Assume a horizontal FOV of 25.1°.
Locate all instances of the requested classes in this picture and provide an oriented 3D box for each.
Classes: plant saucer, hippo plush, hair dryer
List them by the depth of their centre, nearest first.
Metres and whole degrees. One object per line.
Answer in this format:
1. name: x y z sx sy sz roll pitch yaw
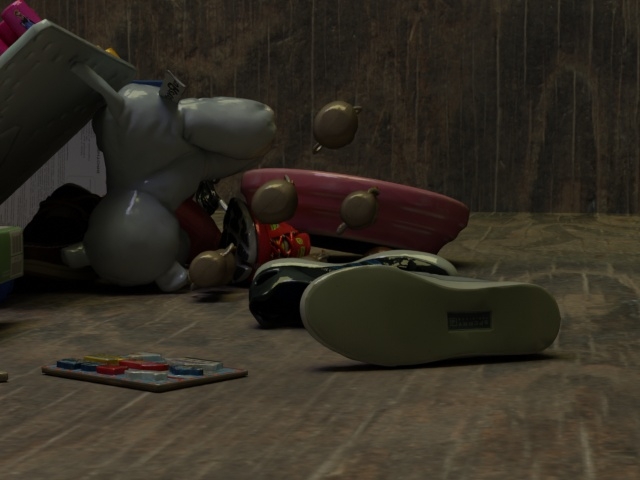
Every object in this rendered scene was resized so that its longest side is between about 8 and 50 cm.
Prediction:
1. hippo plush: -0.177 -0.055 1.709 0.234 0.237 0.294 6 -6 -2
2. hair dryer: -0.202 -0.058 2.057 0.080 0.224 0.293 -42 -23 21
3. plant saucer: 0.045 -0.032 2.068 0.332 0.084 0.332 9 -6 1

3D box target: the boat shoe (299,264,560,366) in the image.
1. boat shoe: 0.082 0.065 1.177 0.227 0.079 0.081 4 -7 -22

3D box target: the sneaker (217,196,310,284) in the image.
1. sneaker: -0.070 0.001 1.857 0.118 0.107 0.279 10 6 -5

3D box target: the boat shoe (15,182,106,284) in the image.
1. boat shoe: -0.324 -0.012 1.820 0.123 0.123 0.342 1 4 14

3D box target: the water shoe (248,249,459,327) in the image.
1. water shoe: 0.032 0.058 1.377 0.203 0.073 0.080 -3 25 8

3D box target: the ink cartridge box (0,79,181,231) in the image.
1. ink cartridge box: -0.396 -0.113 2.225 0.395 0.270 0.151 4 4 42

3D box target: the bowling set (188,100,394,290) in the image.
1. bowling set: 0.000 0.000 1.645 0.200 0.287 0.154 44 2 2

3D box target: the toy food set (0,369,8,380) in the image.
1. toy food set: -0.352 0.068 1.061 0.217 0.071 0.128 -2 4 -27

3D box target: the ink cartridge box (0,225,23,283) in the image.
1. ink cartridge box: -0.404 0.010 1.319 0.235 0.056 0.171 0 3 -1

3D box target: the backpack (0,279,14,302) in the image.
1. backpack: -0.375 0.021 1.551 0.101 0.098 0.120 2 1 -41

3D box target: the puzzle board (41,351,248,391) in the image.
1. puzzle board: -0.134 0.097 1.093 0.128 0.011 0.096 4 6 39

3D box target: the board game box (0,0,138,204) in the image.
1. board game box: -0.407 -0.100 1.640 0.390 0.050 0.390 -42 -5 5
